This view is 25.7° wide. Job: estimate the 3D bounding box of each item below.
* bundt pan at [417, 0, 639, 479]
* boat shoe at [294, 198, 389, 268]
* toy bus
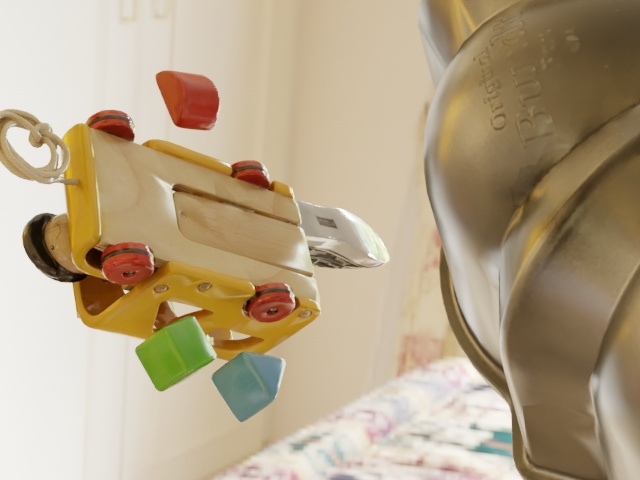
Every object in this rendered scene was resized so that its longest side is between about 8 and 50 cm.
[{"bbox_3d":[0.173,-0.054,0.374,0.331,0.330,0.124,13,-21,28],"label":"bundt pan"},{"bbox_3d":[0.000,0.000,1.112,0.142,0.040,0.049,18,40,-50],"label":"boat shoe"},{"bbox_3d":[-0.099,0.006,0.790,0.104,0.202,0.191,-37,6,34],"label":"toy bus"}]
